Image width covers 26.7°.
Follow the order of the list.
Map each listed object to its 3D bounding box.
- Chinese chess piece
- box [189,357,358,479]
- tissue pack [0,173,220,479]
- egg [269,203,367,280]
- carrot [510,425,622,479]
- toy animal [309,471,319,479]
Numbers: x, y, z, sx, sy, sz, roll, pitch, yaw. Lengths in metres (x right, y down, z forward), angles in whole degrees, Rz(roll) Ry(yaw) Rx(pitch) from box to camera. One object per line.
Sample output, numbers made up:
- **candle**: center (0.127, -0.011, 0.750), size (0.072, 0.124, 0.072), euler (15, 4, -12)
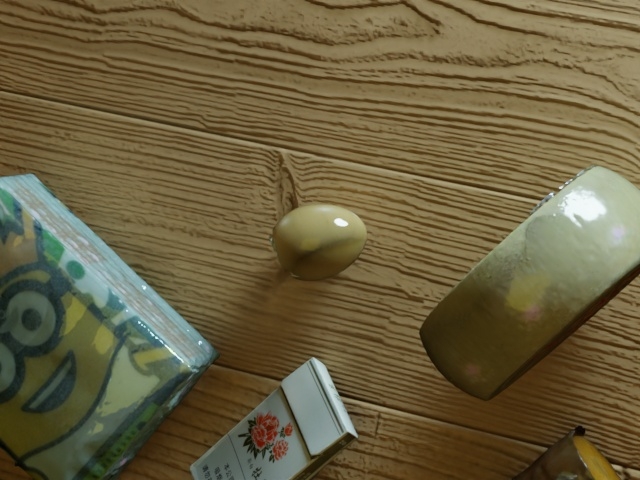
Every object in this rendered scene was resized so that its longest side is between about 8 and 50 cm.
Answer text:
- **Chinese chess piece**: center (0.207, 0.043, 1.252), size (0.251, 0.251, 0.097), euler (-45, 77, 16)
- **box**: center (-0.054, 0.226, 1.435), size (0.198, 0.029, 0.109), euler (-43, 44, 16)
- **tissue pack**: center (-0.298, 0.109, 1.470), size (0.311, 0.128, 0.228), euler (42, 104, 7)
- **egg**: center (0.000, 0.000, 1.397), size (0.096, 0.080, 0.080), euler (-18, 91, 21)
- **carrot**: center (0.191, 0.296, 1.380), size (0.263, 0.102, 0.102), euler (-38, 85, 22)
- **toy animal**: center (-0.053, 0.271, 1.457), size (0.217, 0.041, 0.075), euler (-35, 51, 17)
